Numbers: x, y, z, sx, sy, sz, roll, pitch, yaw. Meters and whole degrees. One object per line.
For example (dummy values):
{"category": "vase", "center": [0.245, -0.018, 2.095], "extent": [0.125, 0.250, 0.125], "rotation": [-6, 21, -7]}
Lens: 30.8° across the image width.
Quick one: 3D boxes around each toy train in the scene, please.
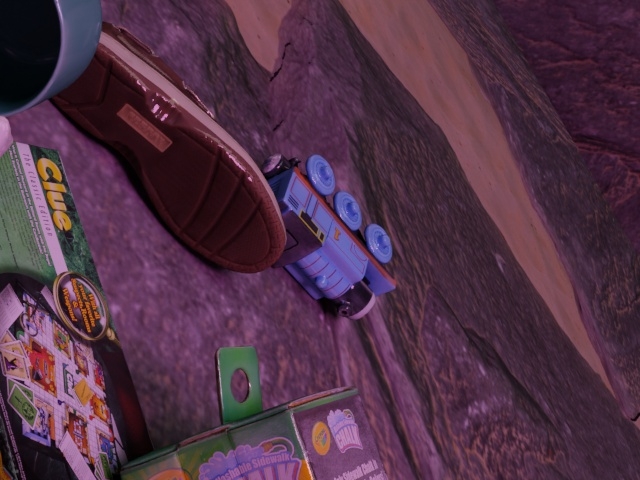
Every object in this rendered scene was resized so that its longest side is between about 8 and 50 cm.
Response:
{"category": "toy train", "center": [0.000, 0.000, 1.125], "extent": [0.184, 0.080, 0.105], "rotation": [49, 36, -26]}

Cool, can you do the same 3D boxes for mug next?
{"category": "mug", "center": [-0.208, -0.159, 0.820], "extent": [0.097, 0.157, 0.129], "rotation": [-58, 149, -66]}

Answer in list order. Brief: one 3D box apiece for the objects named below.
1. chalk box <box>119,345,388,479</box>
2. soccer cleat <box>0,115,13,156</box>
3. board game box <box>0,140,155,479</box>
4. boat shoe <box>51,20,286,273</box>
{"category": "chalk box", "center": [-0.034, 0.175, 0.763], "extent": [0.132, 0.132, 0.213], "rotation": [7, 61, -69]}
{"category": "soccer cleat", "center": [-0.295, -0.158, 0.650], "extent": [0.331, 0.143, 0.116], "rotation": [60, -9, -8]}
{"category": "board game box", "center": [-0.193, 0.046, 0.775], "extent": [0.136, 0.030, 0.260], "rotation": [9, 55, -56]}
{"category": "boat shoe", "center": [-0.117, -0.087, 0.983], "extent": [0.257, 0.095, 0.095], "rotation": [50, 21, -19]}
